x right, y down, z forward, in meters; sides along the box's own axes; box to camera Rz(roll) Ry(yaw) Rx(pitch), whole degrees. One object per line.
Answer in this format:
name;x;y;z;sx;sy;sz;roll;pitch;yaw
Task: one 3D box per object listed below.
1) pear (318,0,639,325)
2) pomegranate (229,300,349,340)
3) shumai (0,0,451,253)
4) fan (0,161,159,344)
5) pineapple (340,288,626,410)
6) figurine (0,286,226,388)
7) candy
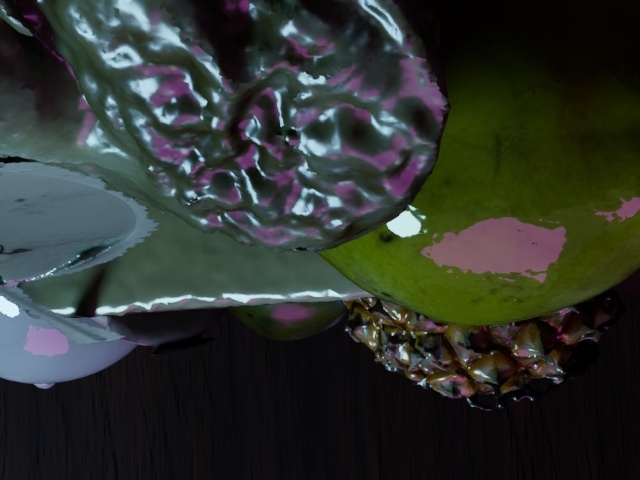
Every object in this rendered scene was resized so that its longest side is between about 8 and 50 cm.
pear;0.085;-0.061;0.838;0.269;0.212;0.212;0;176;33
pomegranate;0.000;0.000;1.559;0.224;0.181;0.181;-16;175;-9
shumai;-0.078;-0.088;0.666;0.218;0.189;0.256;-1;168;-20
fan;-0.191;0.018;0.891;0.233;0.012;0.414;-8;165;6
pineapple;0.134;-0.032;1.269;0.263;0.262;0.271;-2;150;0
figurine;-0.232;0.020;1.427;0.253;0.211;0.361;2;171;-29
candy;-0.041;-0.042;1.057;0.321;0.179;0.135;-5;179;22
